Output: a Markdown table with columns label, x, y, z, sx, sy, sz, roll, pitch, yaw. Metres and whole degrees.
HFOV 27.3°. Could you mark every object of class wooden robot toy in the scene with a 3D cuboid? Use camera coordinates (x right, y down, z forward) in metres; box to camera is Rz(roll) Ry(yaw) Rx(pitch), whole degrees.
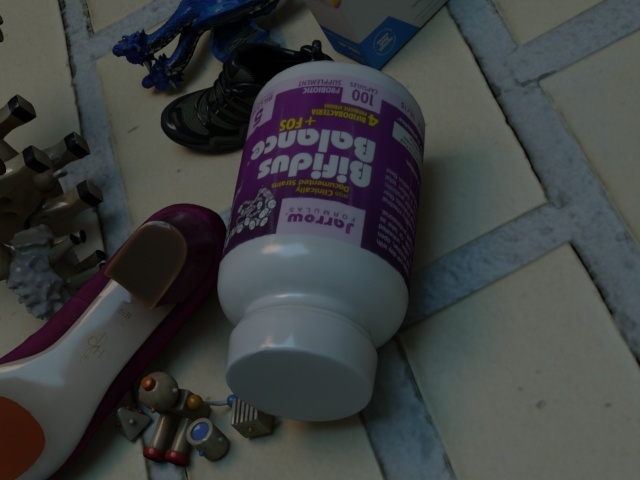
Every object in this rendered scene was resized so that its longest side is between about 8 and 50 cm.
| label | x | y | z | sx | sy | sz | roll | pitch | yaw |
| --- | --- | --- | --- | --- | --- | --- | --- | --- | --- |
| wooden robot toy | -0.134 | 0.155 | 1.191 | 0.173 | 0.079 | 0.076 | 1 | 56 | 31 |

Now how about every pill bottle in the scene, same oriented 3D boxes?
| label | x | y | z | sx | sy | sz | roll | pitch | yaw |
| --- | --- | --- | --- | --- | --- | --- | --- | --- | --- |
| pill bottle | 0.000 | 0.000 | 1.173 | 0.169 | 0.169 | 0.302 | -10 | 51 | 24 |

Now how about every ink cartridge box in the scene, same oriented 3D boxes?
| label | x | y | z | sx | sy | sz | roll | pitch | yaw |
| --- | --- | --- | --- | --- | --- | --- | --- | --- | --- |
| ink cartridge box | 0.035 | -0.303 | 1.348 | 0.134 | 0.231 | 0.078 | -46 | 46 | -9 |

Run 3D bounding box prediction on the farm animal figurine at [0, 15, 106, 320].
| label | x | y | z | sx | sy | sz | roll | pitch | yaw |
| --- | --- | --- | --- | --- | --- | --- | --- | --- | --- |
| farm animal figurine | -0.374 | -0.097 | 1.365 | 0.172 | 0.327 | 0.330 | -29 | 43 | 15 |

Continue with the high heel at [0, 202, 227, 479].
| label | x | y | z | sx | sy | sz | roll | pitch | yaw |
| --- | --- | --- | --- | --- | --- | --- | --- | --- | --- |
| high heel | -0.225 | 0.121 | 1.293 | 0.377 | 0.181 | 0.127 | -44 | 85 | 10 |

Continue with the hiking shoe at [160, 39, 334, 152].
| label | x | y | z | sx | sy | sz | roll | pitch | yaw |
| --- | --- | --- | --- | --- | --- | --- | --- | --- | --- |
| hiking shoe | -0.080 | -0.164 | 1.386 | 0.226 | 0.114 | 0.086 | -11 | 50 | 23 |

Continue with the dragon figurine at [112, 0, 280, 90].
| label | x | y | z | sx | sy | sz | roll | pitch | yaw |
| --- | --- | --- | --- | --- | --- | --- | --- | --- | --- |
| dragon figurine | -0.095 | -0.256 | 1.487 | 0.289 | 0.085 | 0.144 | -11 | 51 | 23 |
